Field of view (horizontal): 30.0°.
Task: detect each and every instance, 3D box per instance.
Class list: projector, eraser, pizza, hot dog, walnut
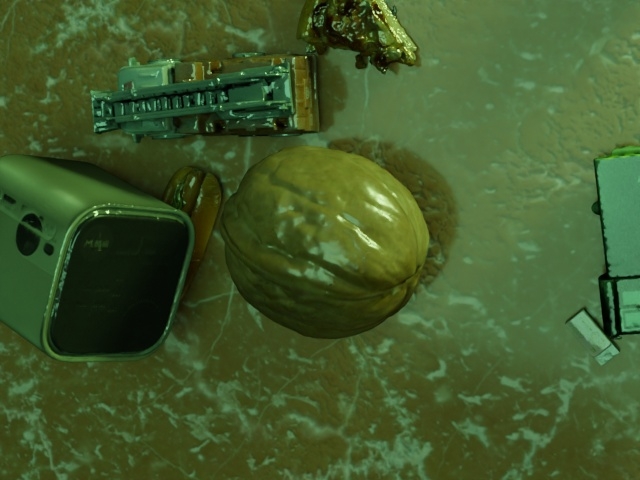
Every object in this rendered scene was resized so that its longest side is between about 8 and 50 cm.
[{"bbox_3d":[-0.374,0.026,1.827,0.249,0.248,0.249,27,105,39],"label":"projector"},{"bbox_3d":[0.405,0.144,1.776,0.038,0.019,0.083,-42,85,16],"label":"eraser"},{"bbox_3d":[0.060,-0.317,1.791,0.194,0.069,0.154,34,104,11],"label":"pizza"},{"bbox_3d":[-0.234,0.001,1.919,0.100,0.068,0.250,24,103,13],"label":"hot dog"},{"bbox_3d":[-0.001,0.001,1.752,0.313,0.277,0.252,24,66,19],"label":"walnut"}]

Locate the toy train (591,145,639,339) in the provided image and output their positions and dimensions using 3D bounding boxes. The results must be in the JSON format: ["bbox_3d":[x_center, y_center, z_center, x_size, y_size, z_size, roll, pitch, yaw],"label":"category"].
[{"bbox_3d":[0.475,-0.001,1.680,0.178,0.138,0.330,-6,94,21],"label":"toy train"}]

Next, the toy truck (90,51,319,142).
[{"bbox_3d":[-0.184,-0.218,1.815,0.338,0.184,0.133,-1,96,16],"label":"toy truck"}]
